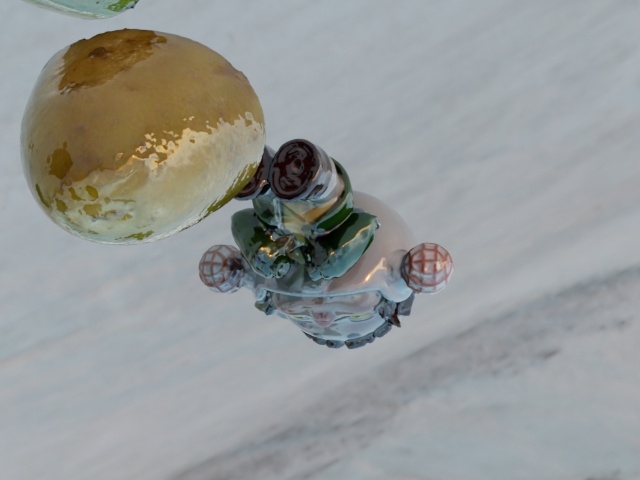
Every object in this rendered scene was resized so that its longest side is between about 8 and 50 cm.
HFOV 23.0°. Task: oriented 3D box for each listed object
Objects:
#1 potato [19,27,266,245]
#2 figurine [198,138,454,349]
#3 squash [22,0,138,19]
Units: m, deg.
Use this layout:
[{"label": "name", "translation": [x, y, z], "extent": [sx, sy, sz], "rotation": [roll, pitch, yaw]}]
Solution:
[{"label": "potato", "translation": [-0.158, -0.068, 1.263], "extent": [0.158, 0.203, 0.178], "rotation": [-71, -178, -66]}, {"label": "figurine", "translation": [0.000, 0.000, 1.655], "extent": [0.281, 0.167, 0.370], "rotation": [0, 157, 18]}, {"label": "squash", "translation": [-0.222, -0.269, 1.331], "extent": [0.170, 0.170, 0.123], "rotation": [-31, 176, 24]}]
